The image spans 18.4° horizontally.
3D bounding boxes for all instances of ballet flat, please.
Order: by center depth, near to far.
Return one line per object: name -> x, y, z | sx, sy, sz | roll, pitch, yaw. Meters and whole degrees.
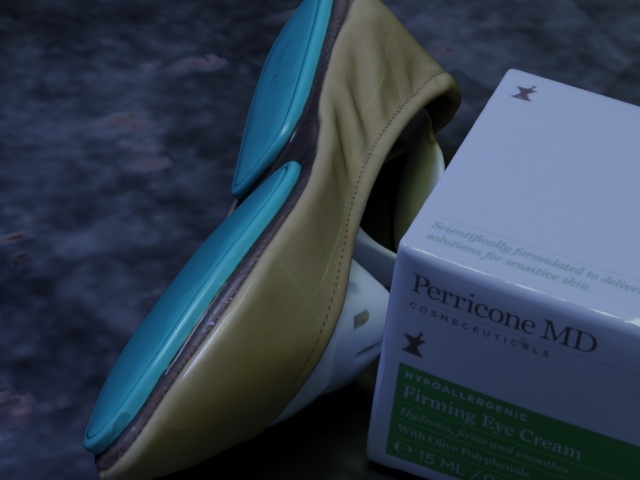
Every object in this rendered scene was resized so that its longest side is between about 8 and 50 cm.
ballet flat -> 0.000, 0.000, 0.601 | 0.073, 0.080, 0.232 | 36, 41, -12

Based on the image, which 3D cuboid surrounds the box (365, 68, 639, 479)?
box -> 0.080, 0.021, 0.571 | 0.101, 0.087, 0.102 | 19, 40, 15
